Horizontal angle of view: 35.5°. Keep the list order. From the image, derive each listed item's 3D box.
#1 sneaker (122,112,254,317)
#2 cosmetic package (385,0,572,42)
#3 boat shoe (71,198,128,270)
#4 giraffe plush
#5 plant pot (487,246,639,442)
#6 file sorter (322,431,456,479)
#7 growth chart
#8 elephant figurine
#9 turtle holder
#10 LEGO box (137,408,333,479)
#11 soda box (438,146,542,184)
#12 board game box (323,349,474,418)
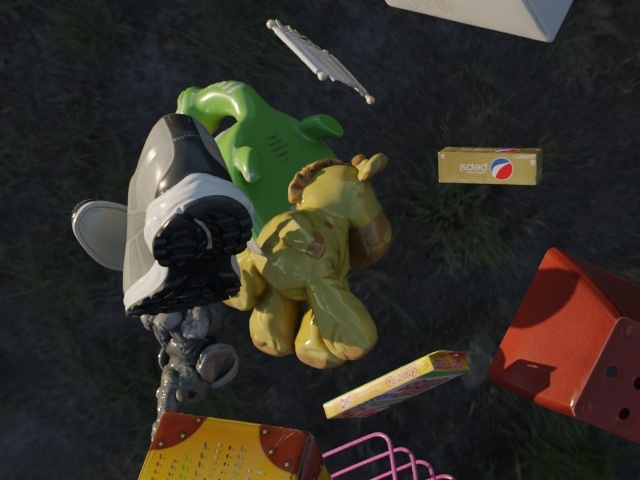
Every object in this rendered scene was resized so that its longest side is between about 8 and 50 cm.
[{"bbox_3d":[-0.119,-0.010,0.855,0.100,0.271,0.108,-10,67,-21],"label":"sneaker"},{"bbox_3d":[0.280,-0.616,1.846,0.393,0.327,0.329,23,83,35],"label":"cosmetic package"},{"bbox_3d":[-0.339,-0.003,1.773,0.114,0.302,0.091,-51,51,-1],"label":"boat shoe"},{"bbox_3d":[0.000,0.000,0.998,0.181,0.170,0.210,8,133,35],"label":"giraffe plush"},{"bbox_3d":[0.489,0.202,1.706,0.267,0.236,0.267,23,98,-14],"label":"plant pot"},{"bbox_3d":[0.122,0.467,1.655,0.202,0.290,0.182,-27,46,25],"label":"file sorter"},{"bbox_3d":[0.001,-0.331,1.837,0.021,0.237,0.172,-47,69,16],"label":"growth chart"},{"bbox_3d":[-0.240,0.224,1.837,0.186,0.169,0.239,-11,104,-8],"label":"elephant figurine"},{"bbox_3d":[-0.097,-0.059,1.406,0.320,0.243,0.227,42,135,-19],"label":"turtle holder"},{"bbox_3d":[-0.120,0.505,1.128,0.193,0.372,0.500,5,53,17],"label":"LEGO box"},{"bbox_3d":[0.307,-0.136,1.815,0.181,0.061,0.058,2,105,23],"label":"soda box"},{"bbox_3d":[0.140,0.251,1.740,0.259,0.124,0.039,-33,65,30],"label":"board game box"}]
